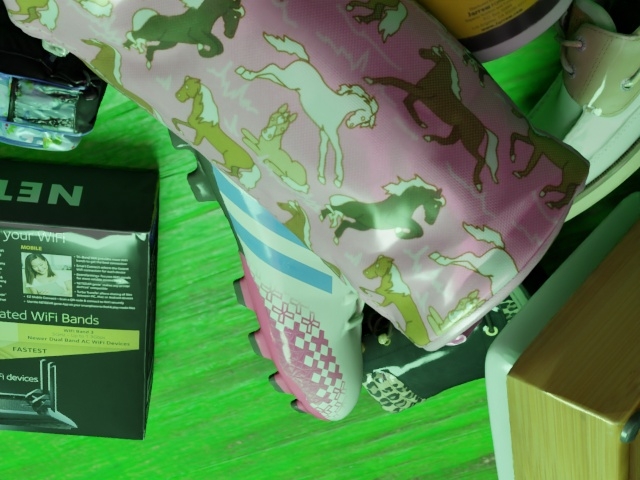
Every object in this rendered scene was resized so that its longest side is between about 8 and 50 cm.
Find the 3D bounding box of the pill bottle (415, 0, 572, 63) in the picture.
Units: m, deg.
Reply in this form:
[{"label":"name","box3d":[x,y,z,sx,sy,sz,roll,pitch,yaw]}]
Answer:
[{"label":"pill bottle","box3d":[0.071,-0.223,0.835,0.119,0.119,0.208,-22,127,18]}]

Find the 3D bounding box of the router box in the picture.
[{"label":"router box","box3d":[-0.290,0.048,1.093,0.309,0.081,0.243,5,131,-4]}]

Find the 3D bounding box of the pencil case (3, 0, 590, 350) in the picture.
[{"label":"pencil case","box3d":[-0.014,-0.096,0.843,0.386,0.160,0.167,39,157,-3]}]

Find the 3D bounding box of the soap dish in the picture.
[{"label":"soap dish","box3d":[0.242,0.127,1.053,0.118,0.229,0.291,29,149,32]}]

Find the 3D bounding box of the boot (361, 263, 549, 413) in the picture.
[{"label":"boot","box3d":[0.090,0.048,1.092,0.179,0.085,0.236,-22,128,21]}]

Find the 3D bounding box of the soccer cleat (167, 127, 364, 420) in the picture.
[{"label":"soccer cleat","box3d":[0.000,0.000,1.011,0.143,0.116,0.331,-16,121,10]}]

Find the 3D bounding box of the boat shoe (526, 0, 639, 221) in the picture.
[{"label":"boat shoe","box3d":[0.210,-0.135,0.924,0.103,0.113,0.302,33,113,-24]}]

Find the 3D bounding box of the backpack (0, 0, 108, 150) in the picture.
[{"label":"backpack","box3d":[-0.208,-0.118,0.935,0.114,0.105,0.084,13,129,-8]}]
